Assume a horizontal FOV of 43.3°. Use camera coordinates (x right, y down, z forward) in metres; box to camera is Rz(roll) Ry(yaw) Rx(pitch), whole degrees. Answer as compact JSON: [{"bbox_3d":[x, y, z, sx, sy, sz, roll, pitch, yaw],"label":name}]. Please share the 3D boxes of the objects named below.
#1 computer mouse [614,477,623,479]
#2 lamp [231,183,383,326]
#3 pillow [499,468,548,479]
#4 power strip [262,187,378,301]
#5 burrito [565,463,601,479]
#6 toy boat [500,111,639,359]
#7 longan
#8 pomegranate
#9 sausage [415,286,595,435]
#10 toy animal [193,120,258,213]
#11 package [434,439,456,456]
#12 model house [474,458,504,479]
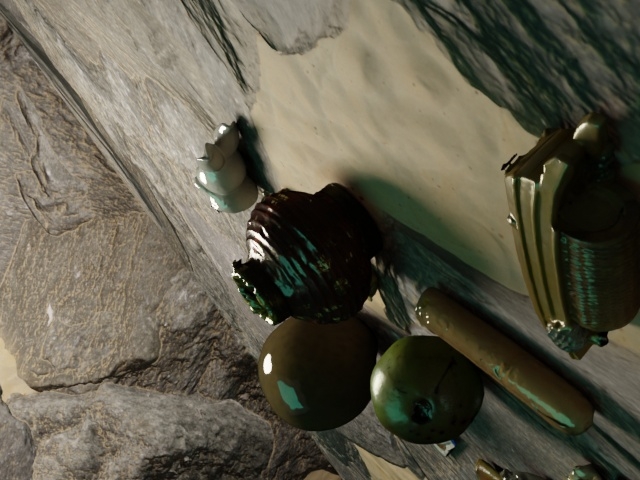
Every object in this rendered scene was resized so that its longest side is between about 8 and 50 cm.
[{"bbox_3d":[0.437,0.404,1.139,0.106,0.062,0.192,40,159,28],"label":"computer mouse"},{"bbox_3d":[-0.024,0.031,1.284,0.247,0.247,0.247,46,163,18],"label":"lamp"},{"bbox_3d":[0.356,0.529,1.387,0.169,0.255,0.059,21,-172,39],"label":"pillow"},{"bbox_3d":[0.000,0.000,1.474,0.305,0.044,0.064,42,162,24],"label":"power strip"},{"bbox_3d":[0.398,0.386,1.235,0.058,0.045,0.188,59,174,34],"label":"burrito"},{"bbox_3d":[0.246,0.013,0.755,0.115,0.089,0.310,32,155,42],"label":"toy boat"},{"bbox_3d":[0.002,0.258,1.638,0.258,0.258,0.258,46,163,18],"label":"longan"},{"bbox_3d":[0.163,0.232,1.323,0.179,0.179,0.210,58,175,-22],"label":"pomegranate"},{"bbox_3d":[0.249,0.164,1.123,0.301,0.066,0.066,35,158,39],"label":"sausage"},{"bbox_3d":[-0.199,-0.156,1.556,0.131,0.104,0.221,43,162,29],"label":"toy animal"},{"bbox_3d":[0.223,0.393,1.750,0.171,0.027,0.173,45,166,18],"label":"package"},{"bbox_3d":[0.335,0.592,1.502,0.268,0.239,0.173,31,155,54],"label":"model house"}]
